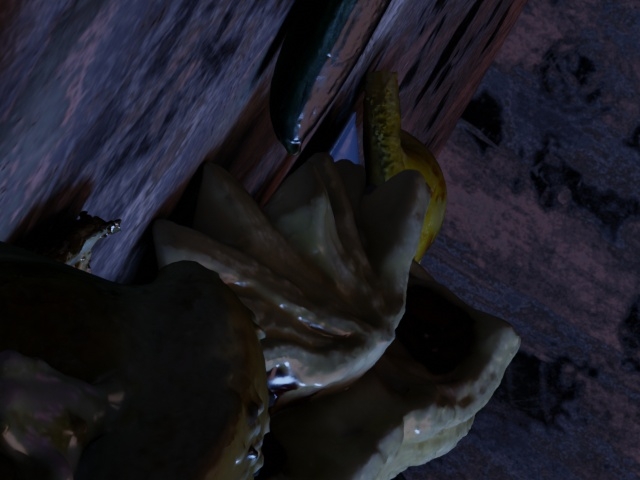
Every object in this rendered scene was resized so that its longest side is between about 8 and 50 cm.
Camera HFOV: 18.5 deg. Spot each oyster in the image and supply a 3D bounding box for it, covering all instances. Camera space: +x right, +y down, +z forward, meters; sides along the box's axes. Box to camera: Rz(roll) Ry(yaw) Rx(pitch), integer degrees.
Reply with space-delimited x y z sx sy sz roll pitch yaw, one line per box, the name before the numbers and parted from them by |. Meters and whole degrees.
oyster | -0.132 0.015 0.963 0.086 0.029 0.132 -63 173 -11

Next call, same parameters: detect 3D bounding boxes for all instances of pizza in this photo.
pizza | 0.078 -0.062 1.834 0.188 0.080 0.204 -89 176 -81

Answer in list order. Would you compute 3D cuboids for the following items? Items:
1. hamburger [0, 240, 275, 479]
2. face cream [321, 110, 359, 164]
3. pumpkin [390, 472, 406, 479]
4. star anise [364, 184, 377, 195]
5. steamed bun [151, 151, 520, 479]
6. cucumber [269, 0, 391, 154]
hamburger | -0.121 0.095 0.751 0.192 0.167 0.288 -54 173 -25
face cream | 0.000 0.000 1.861 0.135 0.086 0.385 -60 171 -14
pumpkin | -0.066 0.274 1.757 0.315 0.315 0.238 -55 149 -27
star anise | -0.052 0.073 1.588 0.315 0.108 0.315 -47 170 -10
steamed bun | -0.021 0.075 1.330 0.428 0.247 0.189 -30 170 -45
cucumber | 0.035 -0.186 1.243 0.284 0.056 0.056 -62 174 10
